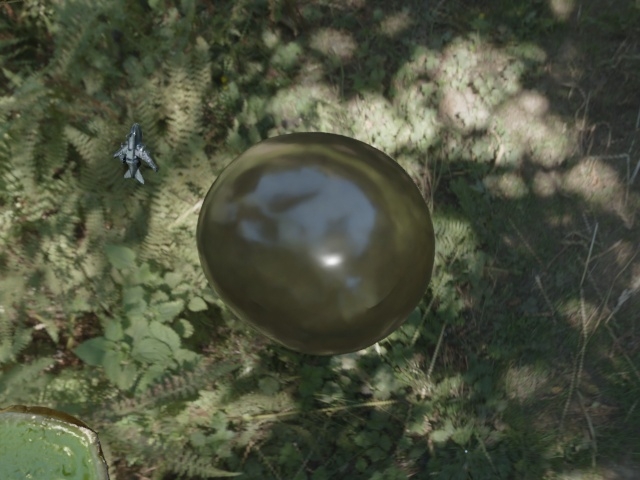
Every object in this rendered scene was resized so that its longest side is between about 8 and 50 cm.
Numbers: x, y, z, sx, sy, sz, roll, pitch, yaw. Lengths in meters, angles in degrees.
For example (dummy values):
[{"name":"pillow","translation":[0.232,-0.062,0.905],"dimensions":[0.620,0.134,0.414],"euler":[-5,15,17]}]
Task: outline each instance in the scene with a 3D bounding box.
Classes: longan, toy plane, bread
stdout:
[{"name":"longan","translation":[0.000,0.000,0.809],"dimensions":[0.258,0.258,0.258],"euler":[-3,74,10]},{"name":"toy plane","translation":[-0.261,-0.123,1.025],"dimensions":[0.079,0.031,0.083],"euler":[17,119,22]},{"name":"bread","translation":[-0.375,0.314,0.903],"dimensions":[0.236,0.070,0.236],"euler":[9,68,-22]}]

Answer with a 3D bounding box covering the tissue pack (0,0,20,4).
[{"name":"tissue pack","translation":[-0.321,-0.321,0.750],"dimensions":[0.183,0.226,0.092],"euler":[-24,93,44]}]
